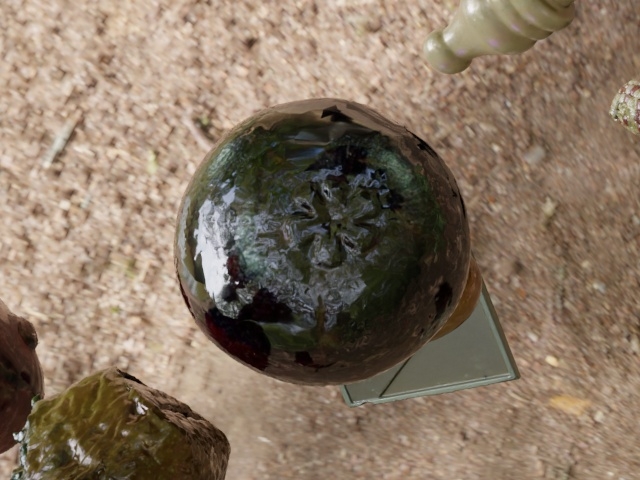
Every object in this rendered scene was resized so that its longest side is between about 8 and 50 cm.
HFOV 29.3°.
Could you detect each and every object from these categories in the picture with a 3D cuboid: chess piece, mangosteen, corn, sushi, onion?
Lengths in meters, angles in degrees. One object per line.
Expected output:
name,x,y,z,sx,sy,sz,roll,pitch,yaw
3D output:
chess piece,0.234,-0.275,1.353,0.307,0.139,0.124,-30,96,37
mangosteen,-0.005,0.004,0.904,0.216,0.216,0.216,-6,75,22
corn,0.510,-0.157,1.646,0.290,0.098,0.098,32,91,47
sushi,-0.152,0.169,0.881,0.149,0.287,0.140,32,85,3
onion,-0.459,0.160,1.594,0.190,0.246,0.246,-30,67,1

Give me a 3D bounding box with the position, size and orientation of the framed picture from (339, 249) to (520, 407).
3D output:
framed picture,0.126,0.136,1.800,0.290,0.020,0.211,-15,105,31

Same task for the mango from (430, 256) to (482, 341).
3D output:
mango,0.103,0.076,1.502,0.138,0.253,0.113,10,118,49
